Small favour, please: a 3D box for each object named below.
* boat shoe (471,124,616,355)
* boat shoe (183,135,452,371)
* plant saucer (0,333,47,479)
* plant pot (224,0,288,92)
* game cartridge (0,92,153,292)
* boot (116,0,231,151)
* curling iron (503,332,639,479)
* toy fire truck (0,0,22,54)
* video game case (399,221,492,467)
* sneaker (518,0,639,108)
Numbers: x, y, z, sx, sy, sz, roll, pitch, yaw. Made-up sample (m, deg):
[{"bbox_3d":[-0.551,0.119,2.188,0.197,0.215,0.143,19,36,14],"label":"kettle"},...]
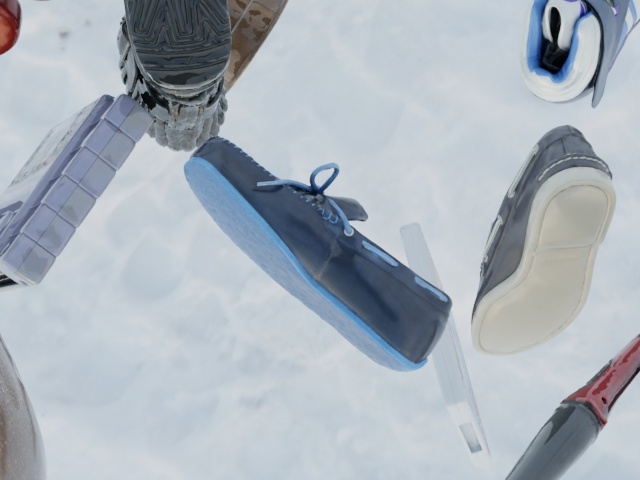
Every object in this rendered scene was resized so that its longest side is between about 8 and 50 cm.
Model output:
[{"bbox_3d":[0.151,0.005,0.930,0.075,0.065,0.206,2,140,-11],"label":"boat shoe"},{"bbox_3d":[0.000,0.000,1.085,0.258,0.109,0.089,44,73,-21],"label":"boat shoe"},{"bbox_3d":[-0.207,0.020,0.567,0.310,0.050,0.311,39,150,28],"label":"plant saucer"},{"bbox_3d":[-0.153,-0.304,1.759,0.165,0.167,0.167,32,112,-11],"label":"plant pot"},{"bbox_3d":[-0.317,-0.046,1.502,0.068,0.355,0.230,34,72,-19],"label":"game cartridge"},{"bbox_3d":[-0.163,-0.287,1.450,0.131,0.260,0.348,0,81,-5],"label":"boot"},{"bbox_3d":[0.170,0.111,0.796,0.068,0.274,0.035,32,120,26],"label":"curling iron"},{"bbox_3d":[-0.388,-0.345,1.379,0.254,0.169,0.302,28,137,-33],"label":"toy fire truck"},{"bbox_3d":[0.142,0.124,1.473,0.025,0.285,0.204,-16,66,6],"label":"video game case"},{"bbox_3d":[0.366,-0.331,1.751,0.130,0.236,0.323,28,105,17],"label":"sneaker"}]
